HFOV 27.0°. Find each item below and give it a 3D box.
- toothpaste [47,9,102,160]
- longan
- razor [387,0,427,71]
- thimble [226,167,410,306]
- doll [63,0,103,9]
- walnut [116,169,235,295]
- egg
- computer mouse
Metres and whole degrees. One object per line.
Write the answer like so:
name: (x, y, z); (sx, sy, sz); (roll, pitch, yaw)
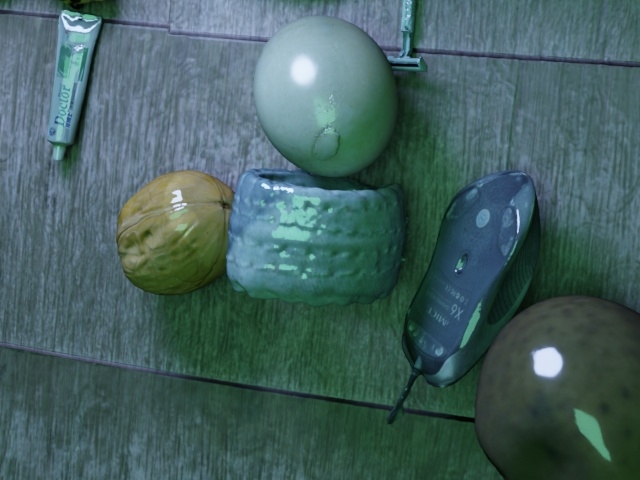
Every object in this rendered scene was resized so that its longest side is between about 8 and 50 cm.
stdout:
toothpaste: (-0.364, -0.223, 1.933); (0.064, 0.041, 0.218); (11, 95, 4)
longan: (0.341, 0.236, 1.640); (0.288, 0.288, 0.350); (-30, 77, 16)
razor: (0.119, -0.332, 1.788); (0.084, 0.036, 0.211); (9, 92, 35)
thimble: (0.000, 0.000, 1.751); (0.205, 0.250, 0.172); (22, 107, 59)
doll: (-0.429, -0.399, 1.913); (0.291, 0.086, 0.117); (15, 128, 16)
walnut: (-0.191, -0.012, 1.830); (0.197, 0.165, 0.165); (-31, 85, 34)
egg: (0.006, -0.191, 1.737); (0.186, 0.186, 0.253); (-33, 43, 16)
computer mouse: (0.191, 0.085, 1.747); (0.090, 0.167, 0.379); (21, 104, -31)
